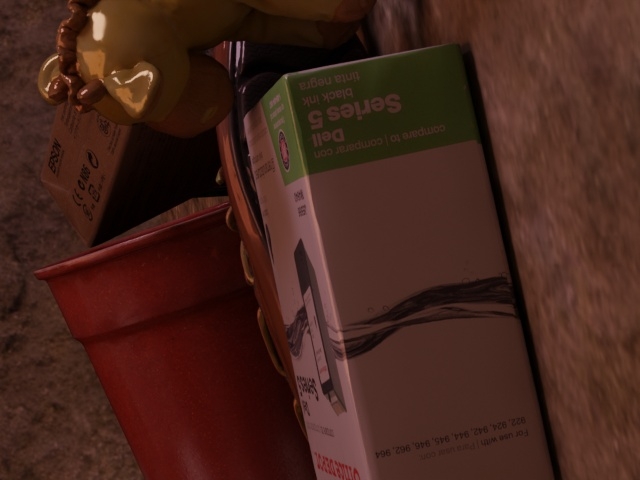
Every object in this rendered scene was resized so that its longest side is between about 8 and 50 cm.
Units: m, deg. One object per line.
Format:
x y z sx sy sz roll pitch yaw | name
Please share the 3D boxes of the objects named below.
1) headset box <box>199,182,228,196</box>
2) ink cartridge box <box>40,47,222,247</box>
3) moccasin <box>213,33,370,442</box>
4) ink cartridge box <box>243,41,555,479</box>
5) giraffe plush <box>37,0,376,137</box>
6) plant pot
-0.142 -0.174 1.762 0.283 0.131 0.246 156 110 -80 | headset box
-0.118 -0.115 1.420 0.088 0.193 0.234 52 149 15 | ink cartridge box
0.003 -0.001 1.263 0.380 0.139 0.147 70 162 -5 | moccasin
0.042 0.031 1.085 0.198 0.115 0.273 160 98 -80 | ink cartridge box
-0.090 -0.142 1.100 0.170 0.210 0.181 -63 7 -13 | giraffe plush
-0.072 0.105 1.458 0.272 0.272 0.265 178 73 -80 | plant pot
